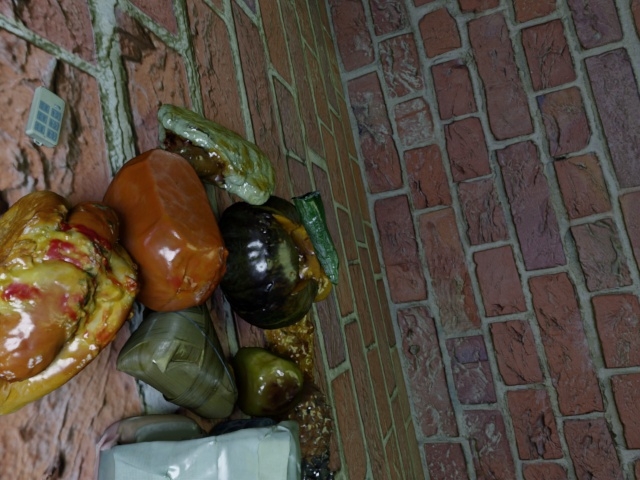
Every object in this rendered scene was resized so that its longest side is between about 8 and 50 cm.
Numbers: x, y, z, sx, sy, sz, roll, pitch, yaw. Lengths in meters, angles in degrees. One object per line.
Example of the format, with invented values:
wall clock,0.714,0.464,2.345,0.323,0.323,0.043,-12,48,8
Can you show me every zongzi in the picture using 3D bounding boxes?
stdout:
zongzi,-0.213,0.163,0.748,0.242,0.112,0.221,-85,153,-46

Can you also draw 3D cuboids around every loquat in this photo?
loquat,-0.026,0.126,1.347,0.137,0.113,0.137,33,41,-34

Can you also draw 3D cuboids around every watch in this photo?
watch,-0.151,0.324,0.611,0.253,0.241,0.161,38,43,-63

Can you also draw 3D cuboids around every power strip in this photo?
power strip,-0.387,-0.174,0.609,0.040,0.016,0.090,43,38,-60

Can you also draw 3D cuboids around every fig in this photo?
fig,-0.117,0.290,0.893,0.154,0.166,0.144,-34,145,-52

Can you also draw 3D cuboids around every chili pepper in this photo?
chili pepper,0.000,0.000,0.985,0.088,0.059,0.226,-41,115,-67

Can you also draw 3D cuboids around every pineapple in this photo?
pineapple,-0.029,0.519,0.993,0.165,0.166,0.364,-13,92,-72

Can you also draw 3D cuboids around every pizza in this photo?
pizza,-0.073,0.272,1.144,0.226,0.086,0.335,55,30,-53

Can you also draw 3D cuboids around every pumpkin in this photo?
pumpkin,-0.115,0.048,0.995,0.320,0.192,0.320,-15,90,-74

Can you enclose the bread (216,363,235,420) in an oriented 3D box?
bread,-0.194,0.286,0.826,0.083,0.044,0.110,58,23,-49

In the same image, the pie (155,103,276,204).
pie,-0.207,-0.185,0.883,0.275,0.105,0.257,22,28,-42

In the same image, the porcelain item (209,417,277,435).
porcelain item,-0.135,0.410,0.805,0.147,0.114,0.147,-12,90,-73

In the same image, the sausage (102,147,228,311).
sausage,-0.239,-0.022,0.661,0.153,0.141,0.268,13,42,-51

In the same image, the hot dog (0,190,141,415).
hot dog,-0.302,0.053,0.485,0.150,0.153,0.256,58,26,-45
